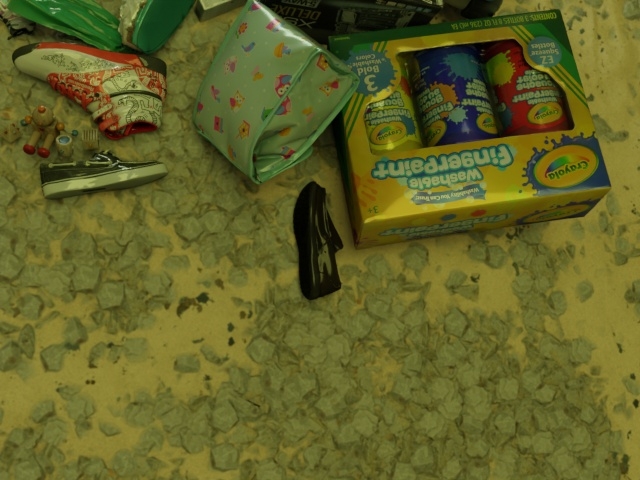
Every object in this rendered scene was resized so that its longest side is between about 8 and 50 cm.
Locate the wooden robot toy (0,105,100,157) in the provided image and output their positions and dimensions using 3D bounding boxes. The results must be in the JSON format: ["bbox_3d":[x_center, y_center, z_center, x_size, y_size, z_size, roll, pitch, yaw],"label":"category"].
[{"bbox_3d":[-0.471,-0.194,1.518,0.173,0.079,0.076,11,51,-1],"label":"wooden robot toy"}]

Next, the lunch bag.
[{"bbox_3d":[-0.096,-0.251,1.552,0.223,0.160,0.262,44,104,36],"label":"lunch bag"}]

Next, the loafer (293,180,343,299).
[{"bbox_3d":[0.000,0.000,1.634,0.078,0.080,0.220,0,85,-24],"label":"loafer"}]

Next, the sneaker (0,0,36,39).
[{"bbox_3d":[-0.559,-0.391,1.573,0.098,0.038,0.069,8,78,-12],"label":"sneaker"}]

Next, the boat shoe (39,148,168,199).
[{"bbox_3d":[-0.381,-0.125,1.551,0.219,0.078,0.070,-10,84,-14],"label":"boat shoe"}]

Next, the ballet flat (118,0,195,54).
[{"bbox_3d":[-0.274,-0.517,1.639,0.147,0.147,0.408,34,71,-7],"label":"ballet flat"}]

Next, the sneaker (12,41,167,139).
[{"bbox_3d":[-0.409,-0.261,1.561,0.270,0.090,0.144,4,77,-16],"label":"sneaker"}]

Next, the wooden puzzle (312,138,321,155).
[{"bbox_3d":[-0.032,-0.197,1.689,0.049,0.006,0.083,-28,88,-17],"label":"wooden puzzle"}]

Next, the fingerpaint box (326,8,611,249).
[{"bbox_3d":[0.254,-0.206,1.614,0.445,0.163,0.371,-8,72,-5],"label":"fingerpaint box"}]

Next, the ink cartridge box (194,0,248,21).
[{"bbox_3d":[-0.179,-0.456,1.668,0.115,0.063,0.029,-27,90,-17],"label":"ink cartridge box"}]

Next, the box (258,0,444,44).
[{"bbox_3d":[0.042,-0.440,1.629,0.308,0.242,0.076,6,79,-14],"label":"box"}]

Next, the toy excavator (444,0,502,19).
[{"bbox_3d":[0.301,-0.581,1.575,0.222,0.445,0.432,23,58,-8],"label":"toy excavator"}]

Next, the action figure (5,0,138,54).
[{"bbox_3d":[-0.434,-0.394,1.585,0.232,0.063,0.137,28,54,-19],"label":"action figure"}]
